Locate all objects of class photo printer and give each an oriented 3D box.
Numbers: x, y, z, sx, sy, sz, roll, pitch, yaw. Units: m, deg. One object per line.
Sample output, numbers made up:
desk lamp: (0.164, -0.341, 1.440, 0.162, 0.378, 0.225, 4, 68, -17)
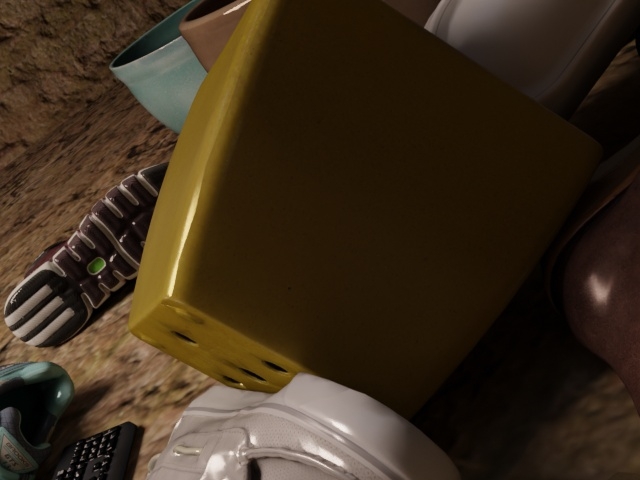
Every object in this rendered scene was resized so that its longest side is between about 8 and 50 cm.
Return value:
photo printer: (0.175, -0.176, 0.643, 0.307, 0.107, 0.256, -54, -10, 1)

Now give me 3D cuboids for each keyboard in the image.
keyboard: (-0.192, 0.196, 0.645, 0.100, 0.038, 0.192, -29, 21, 11)

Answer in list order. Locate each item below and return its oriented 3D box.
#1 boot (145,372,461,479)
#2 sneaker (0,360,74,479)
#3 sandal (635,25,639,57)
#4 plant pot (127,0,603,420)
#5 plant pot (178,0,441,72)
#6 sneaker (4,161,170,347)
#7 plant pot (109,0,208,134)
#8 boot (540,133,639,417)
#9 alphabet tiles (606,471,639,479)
boot: (-0.036, 0.144, 0.469, 0.123, 0.095, 0.258, -51, 12, -24)
sneaker: (-0.287, 0.182, 0.712, 0.122, 0.110, 0.283, -20, 25, 20)
sandal: (0.293, -0.121, 0.654, 0.097, 0.054, 0.254, -30, 31, 27)
plant pot: (0.000, 0.000, 0.544, 0.187, 0.212, 0.212, -65, 12, -20)
plant pot: (0.035, -0.179, 0.868, 0.263, 0.229, 0.263, -28, 23, 13)
sneaker: (-0.249, -0.003, 1.055, 0.281, 0.106, 0.162, -37, 19, -10)
plant pot: (-0.098, -0.225, 1.190, 0.293, 0.196, 0.293, -28, 22, 12)
boot: (0.228, -0.021, 0.450, 0.248, 0.090, 0.207, -43, 26, 17)
alphabet tiles: (0.119, 0.133, 0.243, 0.342, 0.011, 0.285, -9, 7, 46)
